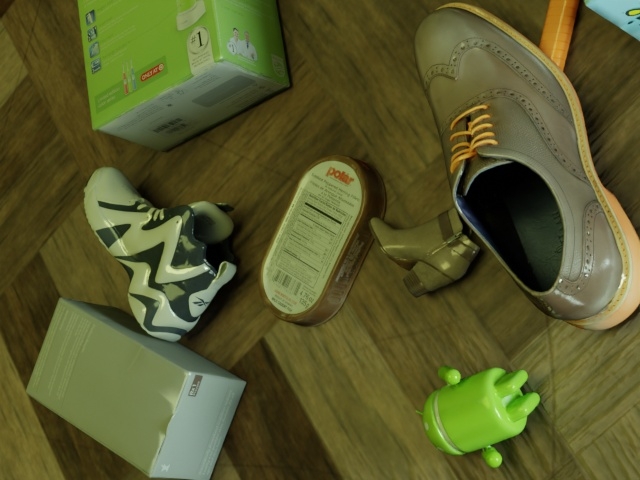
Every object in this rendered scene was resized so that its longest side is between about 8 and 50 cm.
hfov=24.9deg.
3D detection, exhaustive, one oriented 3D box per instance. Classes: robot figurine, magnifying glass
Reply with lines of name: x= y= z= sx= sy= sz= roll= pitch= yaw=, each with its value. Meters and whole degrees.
robot figurine: x=0.145 y=0.160 z=1.349 sx=0.115 sy=0.067 sz=0.101 roll=-26 pitch=95 yaw=31
magnifying glass: x=0.212 y=-0.136 z=1.391 sx=0.092 sy=0.026 sz=0.231 roll=13 pitch=87 yaw=40

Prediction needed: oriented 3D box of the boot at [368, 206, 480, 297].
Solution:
boot: x=0.106 y=-0.003 z=1.440 sx=0.087 sy=0.042 sz=0.118 roll=-42 pitch=58 yaw=16

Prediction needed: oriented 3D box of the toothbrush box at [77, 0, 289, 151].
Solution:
toothbrush box: x=-0.167 y=-0.275 z=1.665 sx=0.206 sy=0.122 sz=0.283 roll=-25 pitch=66 yaw=33

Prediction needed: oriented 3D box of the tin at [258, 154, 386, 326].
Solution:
tin: x=0.000 y=0.000 z=1.525 sx=0.106 sy=0.040 sz=0.189 roll=30 pitch=99 yaw=35

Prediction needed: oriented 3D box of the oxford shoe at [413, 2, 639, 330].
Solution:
oxford shoe: x=0.169 y=-0.088 z=1.316 sx=0.130 sy=0.133 sz=0.363 roll=-43 pitch=57 yaw=25

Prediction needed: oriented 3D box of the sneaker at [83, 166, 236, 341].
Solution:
sneaker: x=-0.167 y=-0.020 z=1.629 sx=0.153 sy=0.094 sz=0.235 roll=-39 pitch=54 yaw=20

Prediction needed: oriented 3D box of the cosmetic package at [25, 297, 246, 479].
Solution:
cosmetic package: x=-0.209 y=0.164 z=1.614 sx=0.238 sy=0.107 sz=0.127 roll=26 pitch=97 yaw=37

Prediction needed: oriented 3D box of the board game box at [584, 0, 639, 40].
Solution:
board game box: x=0.353 y=-0.305 z=1.238 sx=0.275 sy=0.144 sz=0.142 roll=-30 pitch=62 yaw=30
